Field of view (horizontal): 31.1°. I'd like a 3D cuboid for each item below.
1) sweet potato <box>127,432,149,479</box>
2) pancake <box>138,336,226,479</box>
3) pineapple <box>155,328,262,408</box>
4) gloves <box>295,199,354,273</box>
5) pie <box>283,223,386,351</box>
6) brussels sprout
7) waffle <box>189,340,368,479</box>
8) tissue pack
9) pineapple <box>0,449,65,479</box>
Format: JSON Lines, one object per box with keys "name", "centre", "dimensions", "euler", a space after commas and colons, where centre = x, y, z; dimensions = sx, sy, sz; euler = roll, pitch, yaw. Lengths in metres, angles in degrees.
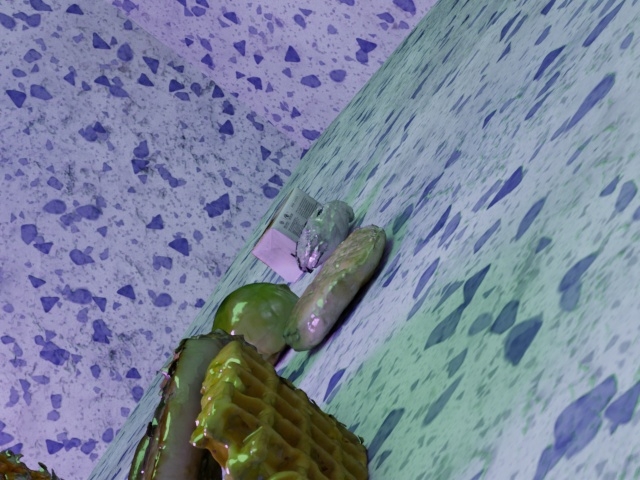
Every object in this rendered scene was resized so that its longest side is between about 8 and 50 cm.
{"name": "sweet potato", "centre": [-0.276, 0.349, 2.077], "dimensions": [0.243, 0.077, 0.077], "euler": [-59, 9, -32]}
{"name": "pancake", "centre": [-0.150, 0.279, 1.147], "dimensions": [0.382, 0.071, 0.382], "euler": [14, -90, -88]}
{"name": "pineapple", "centre": [-0.152, 0.221, 1.594], "dimensions": [0.166, 0.166, 0.193], "euler": [-59, -8, -40]}
{"name": "gloves", "centre": [-0.003, -0.003, 2.002], "dimensions": [0.114, 0.070, 0.153], "euler": [-47, 11, 41]}
{"name": "pie", "centre": [0.025, 0.057, 1.596], "dimensions": [0.185, 0.052, 0.218], "euler": [-49, 6, 47]}
{"name": "brussels sprout", "centre": [-0.102, 0.129, 1.801], "dimensions": [0.149, 0.122, 0.151], "euler": [-53, 5, 30]}
{"name": "waffle", "centre": [-0.033, 0.172, 0.943], "dimensions": [0.055, 0.160, 0.211], "euler": [-48, 8, 10]}
{"name": "tissue pack", "centre": [-0.051, -0.011, 2.223], "dimensions": [0.099, 0.106, 0.148], "euler": [-49, 8, 39]}
{"name": "pineapple", "centre": [-0.485, 0.504, 1.753], "dimensions": [0.352, 0.300, 0.352], "euler": [-51, 7, 9]}
